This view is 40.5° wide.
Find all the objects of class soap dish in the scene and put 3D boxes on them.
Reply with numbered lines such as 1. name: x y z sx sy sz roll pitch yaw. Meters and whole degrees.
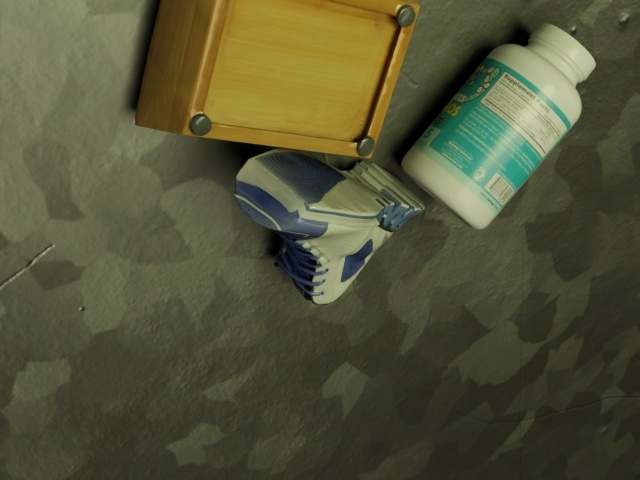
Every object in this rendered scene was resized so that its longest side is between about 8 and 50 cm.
1. soap dish: -0.039 -0.207 0.966 0.290 0.118 0.229 4 116 -31

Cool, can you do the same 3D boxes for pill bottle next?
1. pill bottle: 0.240 -0.154 1.146 0.264 0.146 0.146 -50 130 5

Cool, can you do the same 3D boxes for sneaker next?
1. sneaker: 0.001 0.000 1.074 0.182 0.127 0.315 -56 155 19
